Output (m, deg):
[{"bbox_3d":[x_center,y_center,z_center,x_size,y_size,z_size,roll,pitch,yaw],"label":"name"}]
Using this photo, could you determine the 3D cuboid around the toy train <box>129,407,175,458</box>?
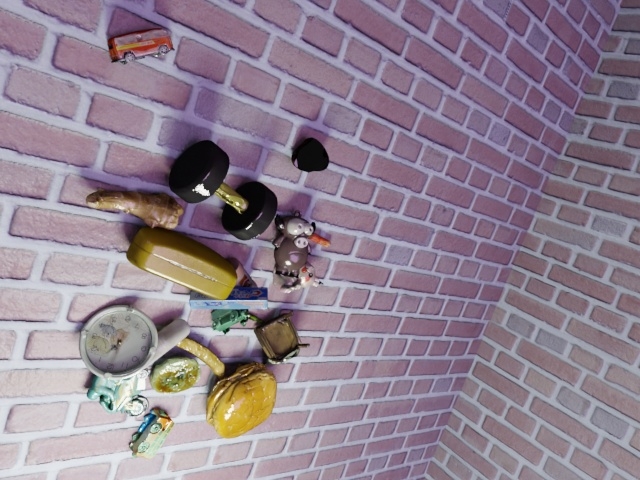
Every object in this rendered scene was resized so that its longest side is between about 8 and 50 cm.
[{"bbox_3d":[-0.624,0.715,1.936,0.188,0.072,0.099,-58,140,-4],"label":"toy train"}]

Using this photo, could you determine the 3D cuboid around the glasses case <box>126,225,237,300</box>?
[{"bbox_3d":[-0.441,0.065,1.711,0.371,0.173,0.141,30,88,-38],"label":"glasses case"}]

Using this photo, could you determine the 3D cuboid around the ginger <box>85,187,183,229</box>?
[{"bbox_3d":[-0.557,-0.098,1.582,0.295,0.131,0.086,6,148,-41],"label":"ginger"}]

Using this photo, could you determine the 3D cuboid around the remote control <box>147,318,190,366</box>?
[{"bbox_3d":[-0.532,0.344,1.778,0.229,0.044,0.073,-37,99,-44],"label":"remote control"}]

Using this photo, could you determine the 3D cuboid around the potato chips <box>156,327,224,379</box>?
[{"bbox_3d":[-0.466,0.409,1.933,0.080,0.057,0.407,-49,133,-8],"label":"potato chips"}]

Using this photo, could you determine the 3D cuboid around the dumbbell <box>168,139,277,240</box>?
[{"bbox_3d":[-0.309,-0.158,1.704,0.203,0.204,0.322,-55,134,-6],"label":"dumbbell"}]

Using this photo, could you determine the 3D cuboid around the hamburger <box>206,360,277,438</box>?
[{"bbox_3d":[-0.312,0.637,2.080,0.319,0.158,0.318,-29,136,-33],"label":"hamburger"}]

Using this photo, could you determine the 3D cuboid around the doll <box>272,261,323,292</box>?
[{"bbox_3d":[-0.097,0.142,2.089,0.192,0.149,0.095,-20,163,-24],"label":"doll"}]

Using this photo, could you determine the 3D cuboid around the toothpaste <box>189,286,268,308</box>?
[{"bbox_3d":[-0.322,0.203,1.857,0.272,0.066,0.053,1,133,-5],"label":"toothpaste"}]

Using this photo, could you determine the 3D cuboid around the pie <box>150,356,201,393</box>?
[{"bbox_3d":[-0.523,0.492,1.903,0.187,0.041,0.186,-14,129,-17],"label":"pie"}]

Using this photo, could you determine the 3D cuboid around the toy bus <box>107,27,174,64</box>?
[{"bbox_3d":[-0.498,-0.540,1.455,0.174,0.079,0.077,-26,115,-29],"label":"toy bus"}]

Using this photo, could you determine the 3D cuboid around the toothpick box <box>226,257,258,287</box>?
[{"bbox_3d":[-0.305,0.146,1.920,0.098,0.098,0.149,-44,133,-16],"label":"toothpick box"}]

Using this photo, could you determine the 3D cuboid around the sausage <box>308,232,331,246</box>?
[{"bbox_3d":[0.000,0.000,2.156,0.129,0.034,0.034,27,91,-44],"label":"sausage"}]

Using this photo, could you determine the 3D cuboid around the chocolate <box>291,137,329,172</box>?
[{"bbox_3d":[-0.051,-0.316,1.937,0.149,0.080,0.125,-11,105,-29],"label":"chocolate"}]

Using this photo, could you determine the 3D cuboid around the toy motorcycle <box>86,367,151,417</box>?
[{"bbox_3d":[-0.678,0.466,1.760,0.198,0.109,0.296,-1,104,-26],"label":"toy motorcycle"}]

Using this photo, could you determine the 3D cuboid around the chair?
[{"bbox_3d":[-0.166,0.404,2.117,0.160,0.319,0.186,-27,84,-20],"label":"chair"}]

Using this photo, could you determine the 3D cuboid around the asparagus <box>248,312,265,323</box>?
[{"bbox_3d":[-0.220,0.342,2.139,0.022,0.023,0.233,-25,141,28],"label":"asparagus"}]

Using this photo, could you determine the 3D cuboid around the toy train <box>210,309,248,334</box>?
[{"bbox_3d":[-0.332,0.277,1.921,0.172,0.099,0.070,-27,141,27],"label":"toy train"}]

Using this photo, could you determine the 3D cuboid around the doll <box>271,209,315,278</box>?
[{"bbox_3d":[-0.107,0.012,1.997,0.182,0.117,0.257,14,92,-34],"label":"doll"}]

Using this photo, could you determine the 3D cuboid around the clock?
[{"bbox_3d":[-0.644,0.326,1.681,0.236,0.053,0.236,5,73,-17],"label":"clock"}]
